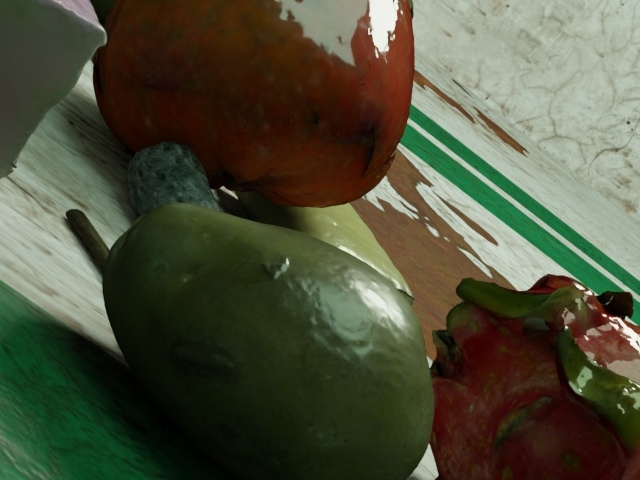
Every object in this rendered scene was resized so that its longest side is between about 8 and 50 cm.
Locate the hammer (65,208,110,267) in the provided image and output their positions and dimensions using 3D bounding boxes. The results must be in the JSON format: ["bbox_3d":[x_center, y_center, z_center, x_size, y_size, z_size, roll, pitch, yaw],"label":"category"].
[{"bbox_3d":[-0.135,0.032,1.291,0.062,0.017,0.182,26,17,-47],"label":"hammer"}]

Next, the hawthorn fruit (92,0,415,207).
[{"bbox_3d":[-0.041,-0.180,1.592,0.276,0.307,0.276,15,-20,6],"label":"hawthorn fruit"}]

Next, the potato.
[{"bbox_3d":[-0.031,0.064,1.164,0.235,0.160,0.178,34,-17,7],"label":"potato"}]

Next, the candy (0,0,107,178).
[{"bbox_3d":[-0.283,-0.156,1.191,0.265,0.155,0.116,33,10,-29],"label":"candy"}]

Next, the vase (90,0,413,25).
[{"bbox_3d":[-0.077,-0.220,1.937,0.302,0.241,0.329,27,-16,3],"label":"vase"}]

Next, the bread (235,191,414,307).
[{"bbox_3d":[0.001,0.000,1.680,0.139,0.060,0.178,30,16,-36],"label":"bread"}]

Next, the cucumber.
[{"bbox_3d":[-0.110,-0.026,1.453,0.064,0.064,0.112,30,19,-37],"label":"cucumber"}]

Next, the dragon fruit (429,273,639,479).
[{"bbox_3d":[0.192,0.152,1.349,0.302,0.231,0.237,36,20,32],"label":"dragon fruit"}]
